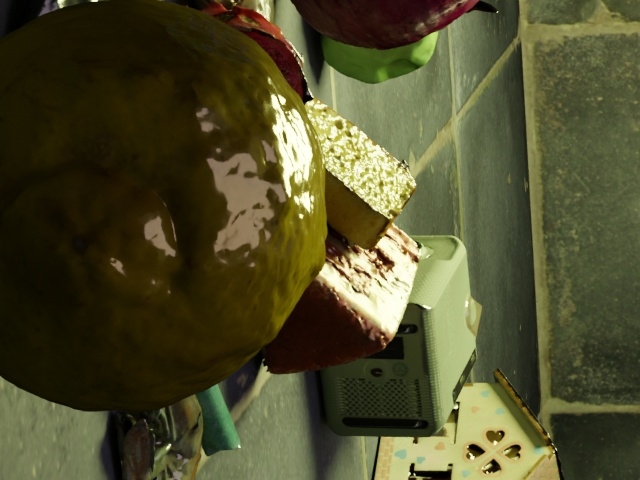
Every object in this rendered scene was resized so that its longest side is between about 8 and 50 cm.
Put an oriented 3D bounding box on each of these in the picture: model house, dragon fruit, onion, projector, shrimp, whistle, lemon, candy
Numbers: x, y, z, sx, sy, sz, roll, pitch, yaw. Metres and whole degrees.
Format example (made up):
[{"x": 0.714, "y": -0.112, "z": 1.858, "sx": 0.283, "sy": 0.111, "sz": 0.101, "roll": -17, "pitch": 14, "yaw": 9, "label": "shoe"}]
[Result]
[{"x": 0.203, "y": 0.304, "z": 2.578, "sx": 0.326, "sy": 0.244, "sz": 0.169, "roll": -79, "pitch": 159, "yaw": -43, "label": "model house"}, {"x": -0.087, "y": -0.158, "z": 1.707, "sx": 0.111, "sy": 0.153, "sz": 0.153, "roll": -102, "pitch": 178, "yaw": -46, "label": "dragon fruit"}, {"x": 0.009, "y": -0.333, "z": 1.982, "sx": 0.159, "sy": 0.267, "sz": 0.349, "roll": -43, "pitch": 119, "yaw": -16, "label": "onion"}, {"x": 0.093, "y": 0.106, "z": 2.321, "sx": 0.242, "sy": 0.163, "sz": 0.177, "roll": -51, "pitch": 139, "yaw": -62, "label": "projector"}, {"x": -0.143, "y": 0.154, "z": 1.628, "sx": 0.223, "sy": 0.047, "sz": 0.126, "roll": 77, "pitch": 28, "yaw": -43, "label": "shrimp"}, {"x": -0.110, "y": 0.135, "z": 1.761, "sx": 0.186, "sy": 0.039, "sz": 0.039, "roll": 73, "pitch": 21, "yaw": -47, "label": "whistle"}, {"x": -0.128, "y": -0.025, "z": 1.269, "sx": 0.316, "sy": 0.285, "sz": 0.285, "roll": 136, "pitch": -42, "yaw": -72, "label": "lemon"}, {"x": 0.088, "y": -0.338, "z": 2.345, "sx": 0.142, "sy": 0.132, "sz": 0.343, "roll": 121, "pitch": -15, "yaw": -50, "label": "candy"}]

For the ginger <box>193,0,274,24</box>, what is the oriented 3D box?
[{"x": -0.086, "y": -0.264, "z": 1.798, "sx": 0.166, "sy": 0.080, "sz": 0.333, "roll": -85, "pitch": 173, "yaw": -73, "label": "ginger"}]

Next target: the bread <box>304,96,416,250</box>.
[{"x": 0.021, "y": -0.066, "z": 1.942, "sx": 0.187, "sy": 0.065, "sz": 0.103, "roll": 40, "pitch": 36, "yaw": -24, "label": "bread"}]

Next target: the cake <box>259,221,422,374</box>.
[{"x": 0.000, "y": 0.000, "z": 1.960, "sx": 0.158, "sy": 0.159, "sz": 0.262, "roll": -73, "pitch": 156, "yaw": -43, "label": "cake"}]

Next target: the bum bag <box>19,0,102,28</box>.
[{"x": -0.158, "y": -0.099, "z": 1.522, "sx": 0.310, "sy": 0.074, "sz": 0.137, "roll": 73, "pitch": 31, "yaw": -46, "label": "bum bag"}]
